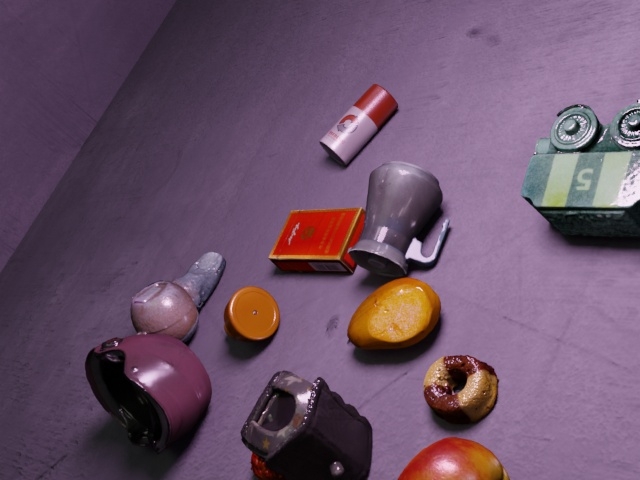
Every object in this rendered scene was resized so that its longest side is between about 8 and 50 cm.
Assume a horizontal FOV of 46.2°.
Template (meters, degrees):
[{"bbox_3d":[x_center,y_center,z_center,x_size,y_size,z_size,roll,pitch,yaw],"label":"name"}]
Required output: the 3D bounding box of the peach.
[{"bbox_3d":[0.197,0.403,1.179,0.192,0.190,0.190,-6,52,41],"label":"peach"}]

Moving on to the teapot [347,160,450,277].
[{"bbox_3d":[0.175,-0.039,1.644,0.203,0.171,0.225,17,73,17],"label":"teapot"}]

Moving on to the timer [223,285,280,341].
[{"bbox_3d":[-0.188,0.194,1.807,0.152,0.132,0.132,-37,30,53],"label":"timer"}]

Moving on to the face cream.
[{"bbox_3d":[0.102,-0.308,1.995,0.214,0.096,0.096,-48,37,-4],"label":"face cream"}]

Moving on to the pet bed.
[{"bbox_3d":[-0.015,0.364,1.386,0.159,0.211,0.183,10,60,50],"label":"pet bed"}]

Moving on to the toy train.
[{"bbox_3d":[0.531,-0.125,1.384,0.299,0.167,0.238,5,69,47],"label":"toy train"}]

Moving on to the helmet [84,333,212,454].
[{"bbox_3d":[-0.388,0.331,1.754,0.197,0.271,0.338,-30,21,-33],"label":"helmet"}]

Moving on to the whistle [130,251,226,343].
[{"bbox_3d":[-0.364,0.161,1.981,0.189,0.189,0.348,-2,33,42],"label":"whistle"}]

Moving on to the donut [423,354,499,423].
[{"bbox_3d":[0.249,0.264,1.362,0.140,0.059,0.140,-26,43,27],"label":"donut"}]

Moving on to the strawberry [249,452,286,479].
[{"bbox_3d":[-0.089,0.401,1.532,0.121,0.082,0.188,-8,54,43],"label":"strawberry"}]

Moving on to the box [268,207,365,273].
[{"bbox_3d":[0.001,0.001,1.830,0.239,0.074,0.153,0,59,42],"label":"box"}]

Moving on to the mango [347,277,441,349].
[{"bbox_3d":[0.147,0.158,1.524,0.217,0.102,0.141,-29,64,25],"label":"mango"}]
